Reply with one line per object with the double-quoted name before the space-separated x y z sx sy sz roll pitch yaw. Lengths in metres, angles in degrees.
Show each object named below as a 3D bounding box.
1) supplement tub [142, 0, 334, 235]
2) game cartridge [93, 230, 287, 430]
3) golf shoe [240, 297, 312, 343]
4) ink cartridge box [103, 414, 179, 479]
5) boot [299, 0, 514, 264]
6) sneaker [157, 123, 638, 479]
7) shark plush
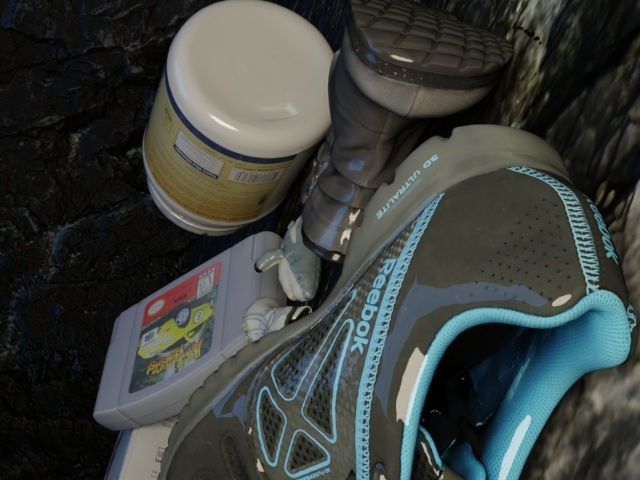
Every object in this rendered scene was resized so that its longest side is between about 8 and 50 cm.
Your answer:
"supplement tub" -0.122 -0.154 1.212 0.316 0.228 0.228 130 155 -59
"game cartridge" -0.168 0.124 1.112 0.294 0.060 0.196 -30 40 24
"golf shoe" -0.035 0.097 0.923 0.086 0.069 0.176 -48 22 13
"ink cartridge box" -0.227 0.302 1.276 0.309 0.130 0.272 124 162 -50
"boot" 0.048 -0.074 0.691 0.338 0.118 0.223 -75 4 -72
"sneaker" 0.014 0.103 0.438 0.341 0.125 0.140 -57 24 23
"shark plush" 0.000 0.000 0.955 0.067 0.073 0.161 -16 34 52
